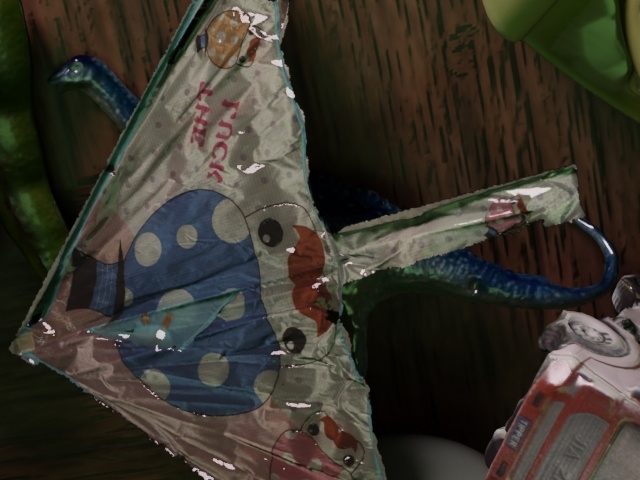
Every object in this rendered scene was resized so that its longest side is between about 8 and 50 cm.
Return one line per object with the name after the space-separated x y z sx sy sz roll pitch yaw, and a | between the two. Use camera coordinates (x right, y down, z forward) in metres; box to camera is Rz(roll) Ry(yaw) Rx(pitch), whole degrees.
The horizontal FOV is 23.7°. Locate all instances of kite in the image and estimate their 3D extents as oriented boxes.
-0.025 0.023 0.853 0.368 0.014 0.406 -16 84 24 | kite

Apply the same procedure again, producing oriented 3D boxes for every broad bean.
-0.176 -0.050 0.921 0.069 0.039 0.226 -4 117 27 | broad bean

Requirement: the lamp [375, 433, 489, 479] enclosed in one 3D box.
0.078 0.213 0.951 0.244 0.197 0.197 12 117 -32 | lamp

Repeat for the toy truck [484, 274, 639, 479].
0.202 0.097 0.868 0.135 0.270 0.114 32 115 23 | toy truck

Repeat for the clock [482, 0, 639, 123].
0.284 -0.145 0.818 0.348 0.117 0.286 37 111 -11 | clock

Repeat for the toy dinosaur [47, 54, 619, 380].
-0.007 0.009 0.924 0.363 0.076 0.147 19 102 0 | toy dinosaur
